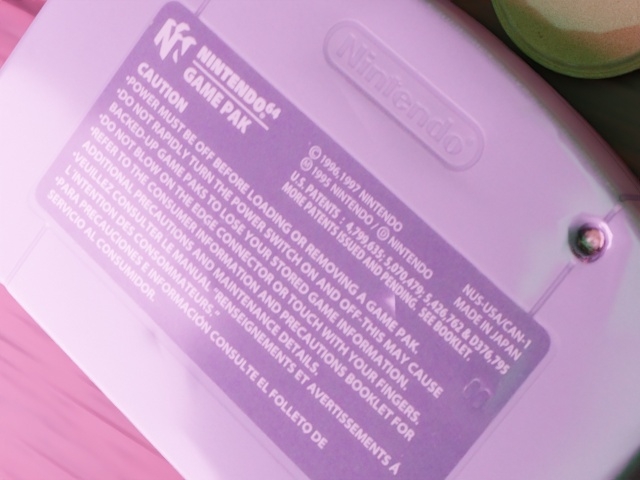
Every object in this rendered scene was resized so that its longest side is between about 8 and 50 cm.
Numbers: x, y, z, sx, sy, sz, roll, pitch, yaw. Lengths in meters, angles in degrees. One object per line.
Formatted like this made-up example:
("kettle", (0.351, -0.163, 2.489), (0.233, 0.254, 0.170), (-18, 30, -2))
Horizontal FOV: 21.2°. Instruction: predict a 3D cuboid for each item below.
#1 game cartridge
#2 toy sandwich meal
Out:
("game cartridge", (0.000, 0.000, 0.631), (0.294, 0.060, 0.196), (43, 109, 22))
("toy sandwich meal", (0.098, -0.099, 0.603), (0.086, 0.029, 0.085), (3, 98, 21))
